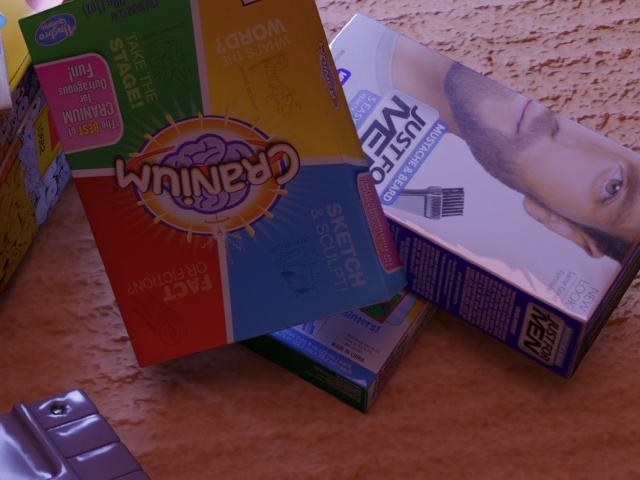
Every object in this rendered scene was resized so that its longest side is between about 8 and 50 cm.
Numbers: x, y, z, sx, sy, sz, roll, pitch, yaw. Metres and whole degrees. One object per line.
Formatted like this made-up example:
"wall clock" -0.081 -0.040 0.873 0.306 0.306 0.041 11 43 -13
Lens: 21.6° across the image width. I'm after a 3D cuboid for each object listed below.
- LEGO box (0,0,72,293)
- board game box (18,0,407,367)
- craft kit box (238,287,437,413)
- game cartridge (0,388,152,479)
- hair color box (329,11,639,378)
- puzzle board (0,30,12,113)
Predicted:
"LEGO box" -0.499 -0.119 1.520 0.500 0.193 0.372 17 52 10
"board game box" -0.089 -0.074 1.413 0.242 0.064 0.317 -17 97 20
"craft kit box" 0.000 0.000 1.551 0.250 0.061 0.247 28 64 16
"game cartridge" -0.288 0.247 1.302 0.355 0.068 0.230 -17 42 -32
"hair color box" 0.123 -0.046 1.490 0.338 0.110 0.185 29 60 15
"puzzle board" -0.327 -0.134 1.410 0.128 0.011 0.096 -8 51 -10
